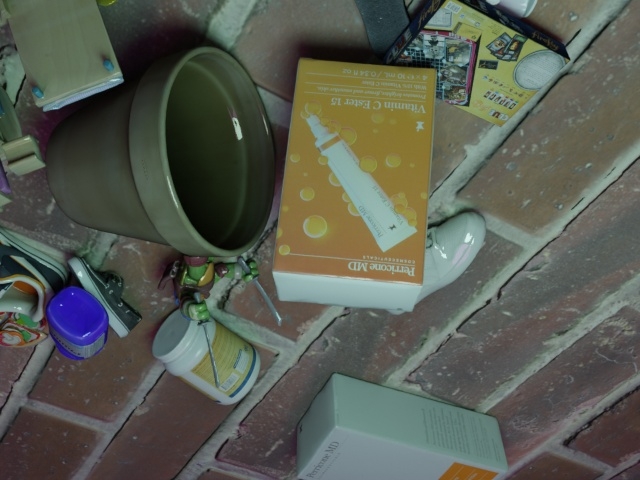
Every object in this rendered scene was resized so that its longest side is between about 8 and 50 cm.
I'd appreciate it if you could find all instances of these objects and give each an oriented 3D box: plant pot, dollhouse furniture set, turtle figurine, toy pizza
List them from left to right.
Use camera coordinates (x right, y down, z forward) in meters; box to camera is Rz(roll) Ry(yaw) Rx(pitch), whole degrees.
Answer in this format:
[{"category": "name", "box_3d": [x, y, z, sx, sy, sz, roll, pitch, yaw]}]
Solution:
[{"category": "toy pizza", "box_3d": [-0.666, 0.166, 1.589, 0.201, 0.032, 0.201, -1, 131, -1]}, {"category": "dollhouse furniture set", "box_3d": [-0.397, -0.218, 1.129, 0.303, 0.286, 0.198, -23, 170, -1]}, {"category": "plant pot", "box_3d": [-0.267, -0.123, 1.197, 0.280, 0.323, 0.323, -5, 133, 24]}, {"category": "turtle figurine", "box_3d": [-0.180, 0.071, 1.418, 0.198, 0.275, 0.266, -20, 134, -31]}]

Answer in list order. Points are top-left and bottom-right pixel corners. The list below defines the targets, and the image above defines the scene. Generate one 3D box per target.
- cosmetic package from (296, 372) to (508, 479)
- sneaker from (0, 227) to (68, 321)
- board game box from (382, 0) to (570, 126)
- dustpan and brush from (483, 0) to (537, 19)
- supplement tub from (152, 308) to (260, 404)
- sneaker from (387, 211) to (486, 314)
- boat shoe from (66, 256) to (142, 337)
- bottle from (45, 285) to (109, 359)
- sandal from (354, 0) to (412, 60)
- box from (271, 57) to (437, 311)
[{"category": "cosmetic package", "box_3d": [0.191, 0.498, 1.813, 0.453, 0.161, 0.230, 18, 128, -15]}, {"category": "sneaker", "box_3d": [-0.643, 0.044, 1.426, 0.321, 0.127, 0.126, 29, 126, -22]}, {"category": "board game box", "box_3d": [0.243, -0.284, 1.181, 0.243, 0.042, 0.165, 18, 137, -26]}, {"category": "dustpan and brush", "box_3d": [0.271, -0.416, 1.090, 0.147, 0.060, 0.211, 8, 130, -8]}, {"category": "supplement tub", "box_3d": [-0.240, 0.243, 1.592, 0.144, 0.144, 0.200, -33, 124, 24]}, {"category": "sneaker", "box_3d": [0.166, 0.027, 1.441, 0.169, 0.108, 0.292, 27, 126, -26]}, {"category": "boat shoe", "box_3d": [-0.427, 0.104, 1.518, 0.076, 0.080, 0.228, -38, 131, -18]}, {"category": "bottle", "box_3d": [-0.485, 0.179, 1.503, 0.118, 0.092, 0.283, 42, 154, 1]}, {"category": "sandal", "box_3d": [0.087, -0.382, 1.127, 0.097, 0.054, 0.254, -6, 141, 7]}, {"category": "box", "box_3d": [0.055, -0.082, 1.153, 0.215, 0.345, 0.168, 5, 162, 3]}]
